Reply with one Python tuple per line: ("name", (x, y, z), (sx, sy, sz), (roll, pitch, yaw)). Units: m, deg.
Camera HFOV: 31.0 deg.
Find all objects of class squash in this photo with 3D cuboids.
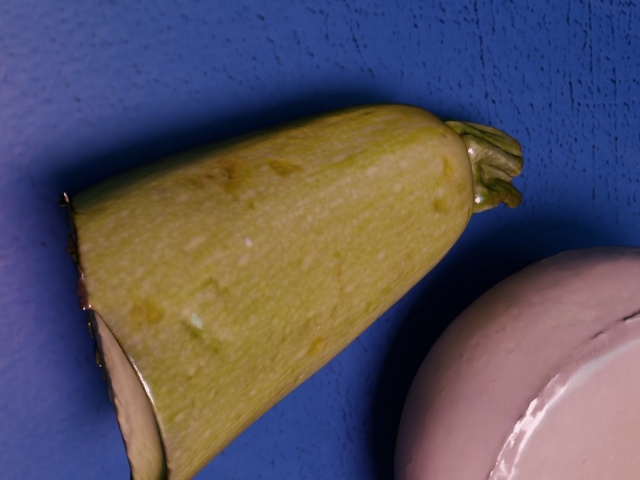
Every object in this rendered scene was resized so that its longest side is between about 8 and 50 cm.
("squash", (-0.010, -0.013, 0.544), (0.287, 0.137, 0.137), (-37, 118, -34))

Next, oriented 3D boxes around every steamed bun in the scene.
("steamed bun", (0.140, 0.110, 0.630), (0.231, 0.145, 0.232), (-7, 108, -21))
